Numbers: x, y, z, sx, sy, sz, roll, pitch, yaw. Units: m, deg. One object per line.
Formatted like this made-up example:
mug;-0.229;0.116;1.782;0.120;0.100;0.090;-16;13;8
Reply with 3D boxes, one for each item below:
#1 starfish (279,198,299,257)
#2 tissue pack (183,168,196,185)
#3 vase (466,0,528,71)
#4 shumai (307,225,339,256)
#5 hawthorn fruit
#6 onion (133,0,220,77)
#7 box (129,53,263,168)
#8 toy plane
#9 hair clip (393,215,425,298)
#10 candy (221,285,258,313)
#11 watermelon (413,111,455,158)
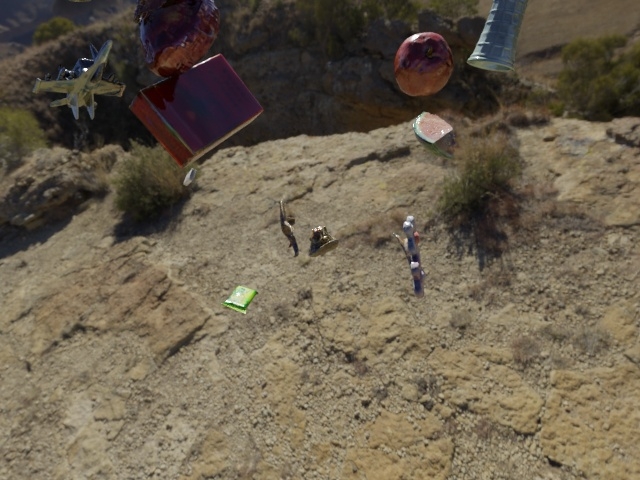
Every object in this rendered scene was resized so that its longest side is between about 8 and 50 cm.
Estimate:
starfish;-0.115;-0.045;1.442;0.056;0.213;0.238;-17;1;0
tissue pack;-0.593;-0.286;1.860;0.108;0.023;0.056;-10;61;60
vase;0.541;-0.660;1.187;0.143;0.299;0.143;12;18;-4
shumai;0.003;-0.002;1.735;0.145;0.116;0.145;-24;-7;-3
hawthorn fruit;0.310;-0.527;1.212;0.179;0.179;0.200;-25;-1;-4
onion;-0.357;-0.516;0.980;0.229;0.163;0.230;-21;50;27
box;-0.323;-0.359;1.118;0.089;0.197;0.313;-24;20;44
toy plane;-0.505;-0.364;0.895;0.262;0.088;0.192;-35;-11;40
hair clip;0.275;0.049;1.228;0.075;0.146;0.257;-15;66;10
candy;-0.317;0.233;1.633;0.102;0.032;0.178;13;19;5
watermelon;0.435;-0.416;1.660;0.146;0.128;0.231;-11;47;-30
